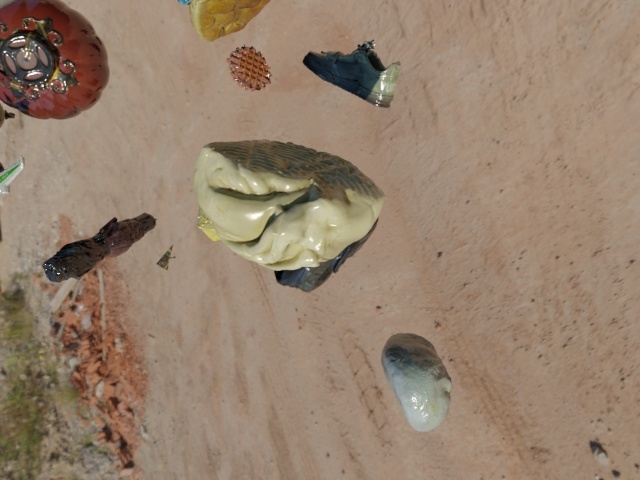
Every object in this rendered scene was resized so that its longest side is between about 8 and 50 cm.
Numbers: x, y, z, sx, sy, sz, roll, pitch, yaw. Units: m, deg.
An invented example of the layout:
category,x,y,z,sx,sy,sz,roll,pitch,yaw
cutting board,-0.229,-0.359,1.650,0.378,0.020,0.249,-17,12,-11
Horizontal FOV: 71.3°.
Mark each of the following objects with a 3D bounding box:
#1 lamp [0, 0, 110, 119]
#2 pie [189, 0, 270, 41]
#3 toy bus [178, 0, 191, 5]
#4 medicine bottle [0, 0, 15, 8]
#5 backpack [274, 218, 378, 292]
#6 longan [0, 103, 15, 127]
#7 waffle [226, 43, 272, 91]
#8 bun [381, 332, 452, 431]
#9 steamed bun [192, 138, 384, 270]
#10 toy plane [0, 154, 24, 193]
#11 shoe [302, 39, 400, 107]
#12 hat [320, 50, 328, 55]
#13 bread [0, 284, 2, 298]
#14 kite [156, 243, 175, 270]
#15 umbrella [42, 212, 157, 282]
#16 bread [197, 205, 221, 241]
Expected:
category,x,y,z,sx,sy,sz,roll,pitch,yaw
lamp,-0.705,-0.462,1.142,0.257,0.303,0.303,-120,41,-63
pie,-0.235,-0.711,1.261,0.083,0.339,0.339,52,131,0
toy bus,-0.448,-0.935,1.640,0.113,0.246,0.134,-16,105,25
medicine bottle,-0.639,-0.607,0.887,0.211,0.371,0.211,23,147,16
backpack,0.000,0.000,1.649,0.255,0.363,0.445,38,96,-5
longan,-0.946,-0.349,1.232,0.155,0.176,0.145,45,120,25
waffle,-0.126,-0.304,0.787,0.029,0.075,0.083,-9,110,55
bun,0.353,0.501,1.626,0.362,0.211,0.362,156,90,-88
steamed bun,-0.069,-0.051,0.803,0.276,0.289,0.203,49,133,44
toy plane,-0.773,-0.119,0.991,0.101,0.251,0.255,-175,79,-86
shoe,0.095,-0.496,1.244,0.293,0.109,0.149,33,123,12
hat,0.031,-0.658,1.640,0.076,0.059,0.077,-31,78,1
bread,-1.129,0.173,1.239,0.148,0.328,0.337,28,155,45
kite,-0.540,0.066,1.566,0.004,0.090,0.122,33,116,17
umbrella,-0.561,0.006,1.170,0.090,0.326,0.094,34,129,9
bread,-0.411,-0.137,2.057,0.236,0.198,0.263,0,74,9
